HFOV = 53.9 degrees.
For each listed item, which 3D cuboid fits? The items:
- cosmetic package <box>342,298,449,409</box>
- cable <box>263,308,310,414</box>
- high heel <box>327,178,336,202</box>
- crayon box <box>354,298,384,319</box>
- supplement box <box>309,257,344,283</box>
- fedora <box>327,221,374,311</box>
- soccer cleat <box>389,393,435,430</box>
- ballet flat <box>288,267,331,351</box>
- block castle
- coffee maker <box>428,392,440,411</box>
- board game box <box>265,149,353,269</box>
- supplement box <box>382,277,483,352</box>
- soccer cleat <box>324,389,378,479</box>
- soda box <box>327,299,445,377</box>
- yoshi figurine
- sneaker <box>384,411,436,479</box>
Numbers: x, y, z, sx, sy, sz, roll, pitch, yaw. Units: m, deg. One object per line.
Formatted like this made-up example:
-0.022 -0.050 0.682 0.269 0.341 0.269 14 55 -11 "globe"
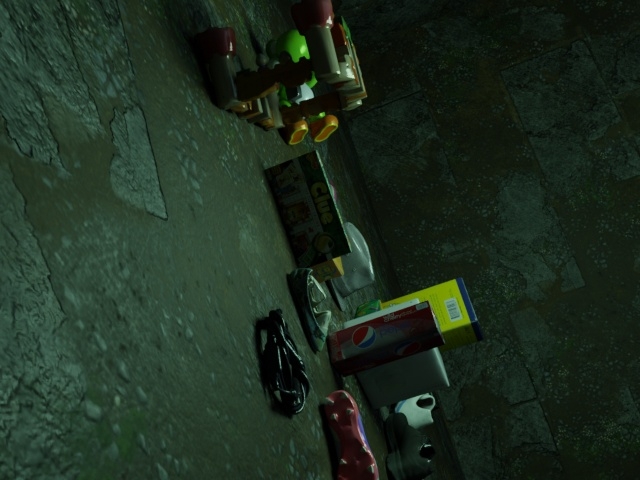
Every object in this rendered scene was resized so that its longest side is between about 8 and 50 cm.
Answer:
0.207 0.315 1.734 0.138 0.224 0.224 -91 158 -61 "cosmetic package"
-0.056 0.204 1.097 0.150 0.047 0.184 56 17 -53 "cable"
0.026 -0.129 2.030 0.117 0.082 0.244 50 7 -35 "high heel"
0.197 0.344 2.021 0.165 0.081 0.278 -48 117 -78 "crayon box"
0.000 0.000 1.669 0.080 0.078 0.233 59 14 -45 "supplement box"
0.079 0.056 1.836 0.243 0.124 0.275 -59 129 -76 "fedora"
0.305 0.524 2.069 0.331 0.143 0.116 -74 143 -73 "soccer cleat"
-0.012 0.148 1.372 0.070 0.070 0.188 -33 103 -79 "ballet flat"
-0.072 -0.414 1.465 0.453 0.303 0.212 -12 89 -79 "block castle"
0.353 0.544 2.341 0.171 0.120 0.178 51 21 -58 "coffee maker"
-0.028 -0.072 1.501 0.030 0.136 0.259 1 69 -80 "board game box"
0.413 0.315 2.413 0.194 0.357 0.195 56 17 -54 "supplement box"
0.064 0.416 1.239 0.095 0.083 0.247 62 10 -58 "soccer cleat"
0.154 0.236 1.503 0.092 0.264 0.083 58 16 -50 "soda box"
-0.071 -0.487 1.906 0.203 0.203 0.362 25 43 -66 "yoshi figurine"
0.254 0.577 1.758 0.286 0.130 0.109 -86 152 -68 "sneaker"
